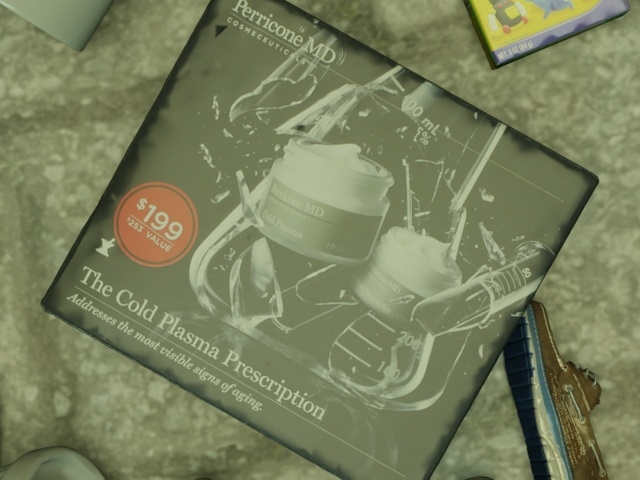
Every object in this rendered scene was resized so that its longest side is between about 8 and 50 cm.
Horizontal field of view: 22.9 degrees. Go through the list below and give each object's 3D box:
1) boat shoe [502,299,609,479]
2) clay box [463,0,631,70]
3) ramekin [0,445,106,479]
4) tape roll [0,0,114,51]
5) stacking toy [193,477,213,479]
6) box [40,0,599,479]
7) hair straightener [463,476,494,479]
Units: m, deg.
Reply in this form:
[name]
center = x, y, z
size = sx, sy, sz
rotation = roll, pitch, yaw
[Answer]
[boat shoe]
center = 0.207, 0.137, 1.376
size = 0.066, 0.066, 0.183
rotation = -10, 88, -14
[clay box]
center = 0.166, -0.275, 1.370
size = 0.127, 0.053, 0.222
rotation = -23, 91, 2
[ramekin]
center = -0.251, 0.312, 1.301
size = 0.127, 0.273, 0.272
rotation = -11, 91, 15
[tape roll]
center = -0.255, -0.289, 1.291
size = 0.246, 0.246, 0.169
rotation = 33, 93, 1
[stacking toy]
center = 0.010, 0.333, 1.357
size = 0.330, 0.141, 0.141
rotation = 26, 92, -4
[box]
center = 0.000, 0.000, 1.320
size = 0.343, 0.179, 0.312
rotation = 29, 91, 1
[hair straightener]
center = 0.151, 0.306, 1.319
size = 0.047, 0.089, 0.230
rotation = -5, 63, -6
